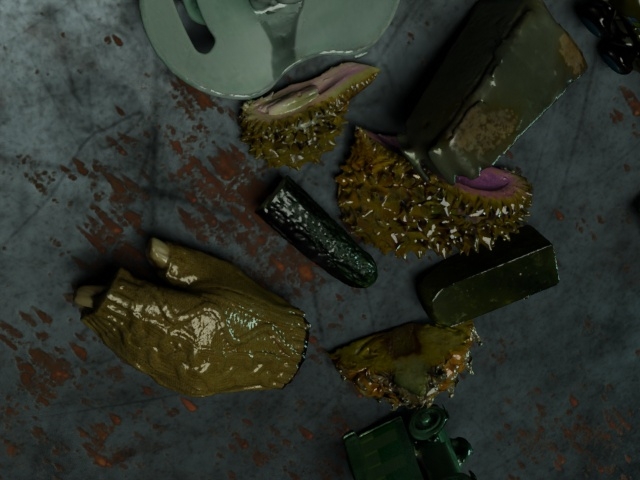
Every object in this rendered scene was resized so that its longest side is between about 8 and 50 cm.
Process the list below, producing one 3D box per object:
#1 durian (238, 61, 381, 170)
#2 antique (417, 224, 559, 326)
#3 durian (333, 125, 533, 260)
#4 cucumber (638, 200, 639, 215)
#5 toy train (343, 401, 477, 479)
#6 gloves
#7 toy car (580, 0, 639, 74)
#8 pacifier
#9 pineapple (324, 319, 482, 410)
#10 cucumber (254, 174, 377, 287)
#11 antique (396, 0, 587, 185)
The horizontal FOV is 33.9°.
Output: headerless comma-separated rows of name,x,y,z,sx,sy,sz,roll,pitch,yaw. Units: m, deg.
durian,-0.003,-0.175,1.467,0.224,0.078,0.140,-34,121,0
antique,0.261,0.060,1.675,0.221,0.080,0.081,-20,118,-8
durian,0.172,-0.042,1.575,0.341,0.112,0.191,15,107,-26
cucumber,0.635,0.025,1.794,0.072,0.081,0.303,-12,136,37
toy train,0.158,0.397,1.678,0.202,0.301,0.120,-27,122,5
gloves,-0.181,0.119,1.502,0.356,0.155,0.203,18,103,-22
toy car,0.519,-0.322,1.506,0.204,0.198,0.248,-44,132,3
pacifier,-0.056,-0.335,1.275,0.343,0.269,0.288,-27,96,-10
pineapple,0.157,0.233,1.677,0.250,0.164,0.139,-16,126,-15
cucumber,0.001,-0.001,1.555,0.074,0.074,0.241,-45,121,5
antique,0.229,-0.200,1.466,0.284,0.125,0.150,-51,120,-15
